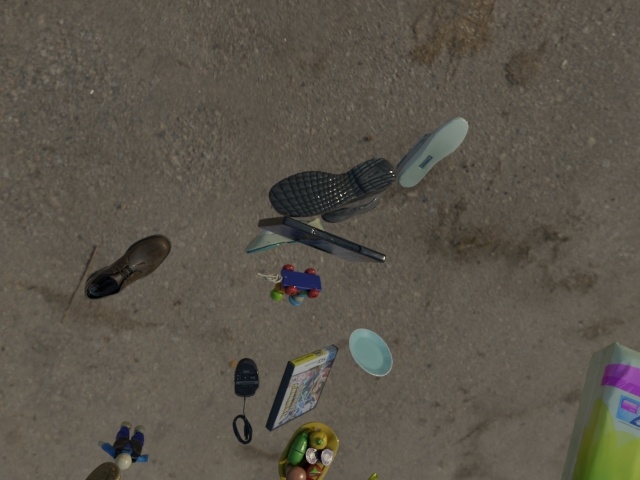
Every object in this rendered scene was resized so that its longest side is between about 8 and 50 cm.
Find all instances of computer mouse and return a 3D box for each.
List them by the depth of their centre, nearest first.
[{"bbox_3d":[-0.211,0.448,1.435,0.071,0.041,0.241,4,91,-8],"label":"computer mouse"}]

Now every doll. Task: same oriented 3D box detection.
[{"bbox_3d":[-0.481,0.510,1.260,0.129,0.189,0.046,22,89,-16],"label":"doll"}]

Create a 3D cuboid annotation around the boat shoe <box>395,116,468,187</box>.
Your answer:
[{"bbox_3d":[0.276,-0.239,1.319,0.079,0.081,0.227,29,118,-33],"label":"boat shoe"}]

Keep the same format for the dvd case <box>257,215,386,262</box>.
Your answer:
[{"bbox_3d":[0.000,0.000,1.151,0.253,0.180,0.022,21,81,-22],"label":"dvd case"}]

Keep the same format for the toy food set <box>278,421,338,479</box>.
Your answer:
[{"bbox_3d":[-0.035,0.569,1.282,0.128,0.071,0.217,33,76,-9],"label":"toy food set"}]

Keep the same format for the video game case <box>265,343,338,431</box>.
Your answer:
[{"bbox_3d":[-0.061,0.509,1.779,0.248,0.035,0.274,-6,121,-53],"label":"video game case"}]

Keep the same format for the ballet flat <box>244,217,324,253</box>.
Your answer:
[{"bbox_3d":[-0.112,-0.020,1.518,0.249,0.086,0.086,-11,126,7],"label":"ballet flat"}]

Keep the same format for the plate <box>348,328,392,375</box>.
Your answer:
[{"bbox_3d":[0.173,0.399,1.815,0.188,0.188,0.024,24,130,-22],"label":"plate"}]

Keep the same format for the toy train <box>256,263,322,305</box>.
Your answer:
[{"bbox_3d":[-0.134,0.158,1.755,0.248,0.105,0.143,11,142,-29],"label":"toy train"}]

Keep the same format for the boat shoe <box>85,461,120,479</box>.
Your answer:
[{"bbox_3d":[-0.466,0.514,0.991,0.178,0.064,0.060,-36,148,-39],"label":"boat shoe"}]

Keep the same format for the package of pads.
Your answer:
[{"bbox_3d":[0.494,0.332,0.745,0.229,0.296,0.101,24,158,12],"label":"package of pads"}]

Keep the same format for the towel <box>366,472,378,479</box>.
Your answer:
[{"bbox_3d":[0.052,0.595,1.093,0.021,0.102,0.237,36,122,13],"label":"towel"}]

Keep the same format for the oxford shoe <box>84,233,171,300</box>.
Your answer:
[{"bbox_3d":[-0.443,0.070,1.184,0.227,0.096,0.082,-37,109,-3],"label":"oxford shoe"}]

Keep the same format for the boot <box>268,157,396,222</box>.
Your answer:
[{"bbox_3d":[0.025,-0.097,1.351,0.339,0.118,0.222,-11,164,-14],"label":"boot"}]
